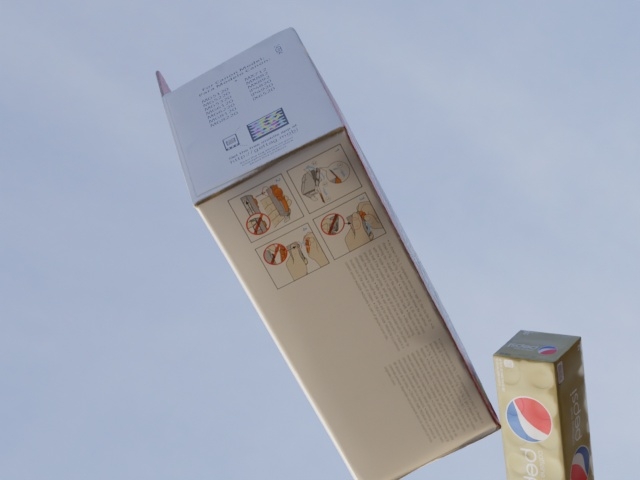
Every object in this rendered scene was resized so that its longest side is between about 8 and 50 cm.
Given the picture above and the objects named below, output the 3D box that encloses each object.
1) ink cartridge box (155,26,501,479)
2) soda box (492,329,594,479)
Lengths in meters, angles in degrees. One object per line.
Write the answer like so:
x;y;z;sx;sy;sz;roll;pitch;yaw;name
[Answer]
0.000;0.000;1.475;0.130;0.272;0.309;-27;-59;2;ink cartridge box
0.200;0.174;1.600;0.058;0.061;0.181;-34;-58;-51;soda box
